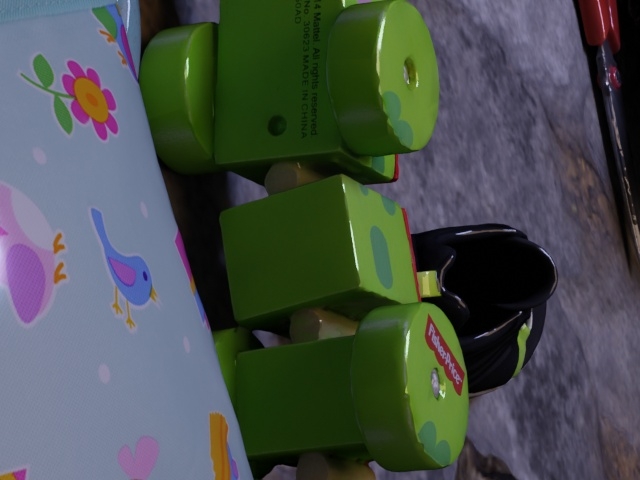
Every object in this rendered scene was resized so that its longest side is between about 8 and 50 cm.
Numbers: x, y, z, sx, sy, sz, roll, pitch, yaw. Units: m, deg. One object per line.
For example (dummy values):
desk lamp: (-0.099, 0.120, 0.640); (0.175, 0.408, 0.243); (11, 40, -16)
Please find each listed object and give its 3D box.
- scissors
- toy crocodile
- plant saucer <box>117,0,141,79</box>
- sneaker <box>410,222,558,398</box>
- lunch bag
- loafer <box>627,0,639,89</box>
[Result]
scissors: (0.192, -0.131, 1.251); (0.109, 0.021, 0.297); (33, 52, -54)
toy crocodile: (0.000, 0.000, 0.761); (0.105, 0.115, 0.341); (21, 62, -62)
plant saucer: (-0.117, -0.102, 0.676); (0.195, 0.037, 0.195); (33, 50, -50)
sneaker: (0.080, 0.035, 0.899); (0.234, 0.097, 0.084); (-1, 80, -60)
lunch bag: (-0.135, 0.059, 0.455); (0.262, 0.160, 0.223); (-33, 107, -65)
loafer: (0.273, -0.159, 1.328); (0.133, 0.130, 0.366); (14, 50, -17)
